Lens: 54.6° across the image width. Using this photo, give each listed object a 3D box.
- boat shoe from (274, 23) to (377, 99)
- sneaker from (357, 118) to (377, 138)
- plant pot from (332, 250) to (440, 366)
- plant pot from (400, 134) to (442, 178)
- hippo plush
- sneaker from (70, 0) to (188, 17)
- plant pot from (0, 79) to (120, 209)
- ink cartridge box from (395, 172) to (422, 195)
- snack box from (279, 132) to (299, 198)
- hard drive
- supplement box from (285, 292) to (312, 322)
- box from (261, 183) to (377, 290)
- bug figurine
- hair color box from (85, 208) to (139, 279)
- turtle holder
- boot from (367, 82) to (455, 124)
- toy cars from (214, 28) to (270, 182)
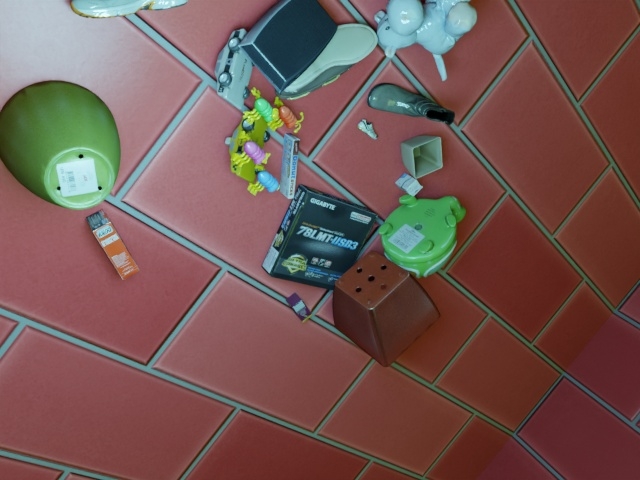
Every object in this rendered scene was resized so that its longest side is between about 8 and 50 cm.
[{"bbox_3d":[0.012,-0.485,1.688,0.324,0.097,0.116,-35,83,-20],"label":"boat shoe"},{"bbox_3d":[0.151,-0.339,1.892,0.083,0.032,0.037,28,99,-39],"label":"sneaker"},{"bbox_3d":[0.192,0.196,2.020,0.267,0.267,0.236,-40,137,-17],"label":"plant pot"},{"bbox_3d":[0.315,-0.278,1.984,0.109,0.096,0.109,-24,124,-18],"label":"plant pot"},{"bbox_3d":[0.272,-0.629,1.736,0.236,0.234,0.294,-3,160,-11],"label":"hippo plush"},{"bbox_3d":[-0.433,-0.568,1.383,0.262,0.099,0.121,-23,118,-28],"label":"sneaker"},{"bbox_3d":[-0.559,-0.184,1.376,0.275,0.293,0.275,-15,122,-24],"label":"plant pot"},{"bbox_3d":[0.290,-0.183,2.029,0.048,0.083,0.028,-45,129,-3],"label":"ink cartridge box"},{"bbox_3d":[-0.090,-0.215,1.792,0.022,0.064,0.178,-6,118,-27],"label":"snack box"},{"bbox_3d":[-0.071,-0.517,1.570,0.172,0.054,0.255,47,66,-19],"label":"hard drive"},{"bbox_3d":[-0.071,0.222,2.049,0.043,0.055,0.083,-37,128,-9],"label":"supplement box"},{"bbox_3d":[0.000,0.000,1.963,0.295,0.073,0.293,17,107,-37],"label":"box"},{"bbox_3d":[-0.136,-0.263,1.636,0.216,0.072,0.279,34,68,-62],"label":"bug figurine"},{"bbox_3d":[-0.542,0.011,1.621,0.053,0.093,0.167,-32,128,-14],"label":"hair color box"},{"bbox_3d":[0.342,-0.022,2.083,0.227,0.243,0.320,70,33,-51],"label":"turtle holder"},{"bbox_3d":[0.276,-0.404,1.849,0.246,0.161,0.083,1,114,-32],"label":"boot"},{"bbox_3d":[-0.217,-0.346,1.626,0.176,0.087,0.394,-47,139,-49],"label":"toy cars"}]
